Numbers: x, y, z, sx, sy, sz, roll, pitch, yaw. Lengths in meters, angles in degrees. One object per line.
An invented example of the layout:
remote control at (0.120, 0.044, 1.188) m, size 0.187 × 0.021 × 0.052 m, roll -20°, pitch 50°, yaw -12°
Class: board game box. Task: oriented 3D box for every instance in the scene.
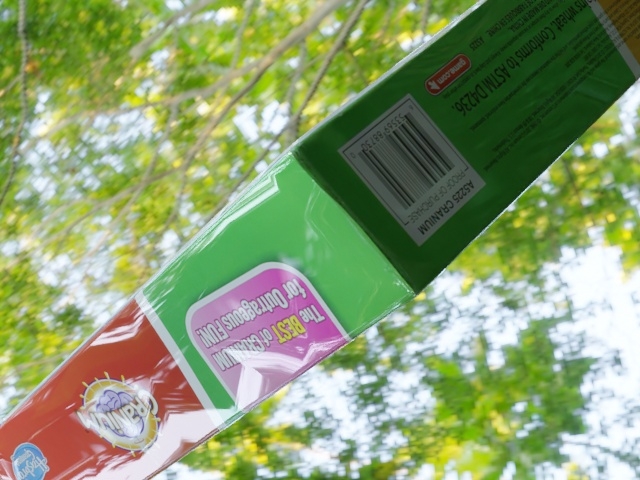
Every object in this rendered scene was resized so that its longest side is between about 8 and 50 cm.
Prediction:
board game box at (0.000, 0.000, 0.644) m, size 0.064 × 0.316 × 0.242 m, roll 50°, pitch -130°, yaw 0°
